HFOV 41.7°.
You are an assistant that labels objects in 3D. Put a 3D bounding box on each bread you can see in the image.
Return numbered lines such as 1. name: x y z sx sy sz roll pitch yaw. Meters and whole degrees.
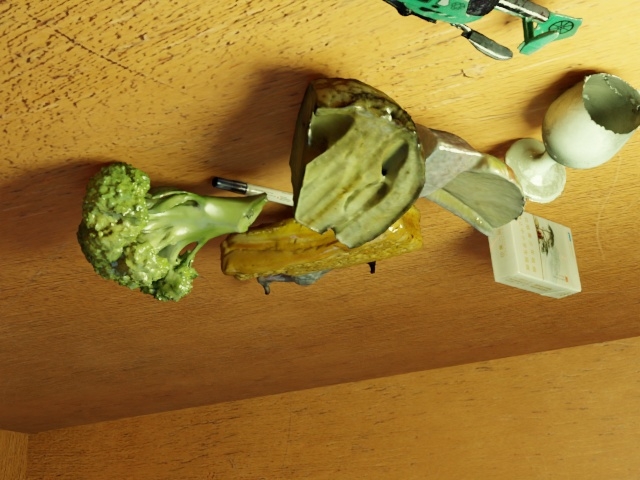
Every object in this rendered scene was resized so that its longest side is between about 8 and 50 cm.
1. bread: 0.000 0.000 1.593 0.380 0.109 0.185 -15 165 21

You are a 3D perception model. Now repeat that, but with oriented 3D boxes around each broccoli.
1. broccoli: -0.267 0.011 1.428 0.302 0.186 0.254 18 125 -16

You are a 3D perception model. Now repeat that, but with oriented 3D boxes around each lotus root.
1. lotus root: 0.046 -0.129 1.247 0.210 0.142 0.314 18 146 -14

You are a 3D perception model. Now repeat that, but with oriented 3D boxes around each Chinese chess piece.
1. Chinese chess piece: -0.280 -0.068 1.519 0.084 0.034 0.084 -6 157 -2

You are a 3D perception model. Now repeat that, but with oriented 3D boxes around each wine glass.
1. wine glass: 0.388 -0.156 1.302 0.126 0.127 0.241 2 160 -16

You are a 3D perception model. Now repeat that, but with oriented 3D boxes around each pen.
1. pen: -0.103 -0.085 1.521 0.204 0.025 0.025 11 154 -34

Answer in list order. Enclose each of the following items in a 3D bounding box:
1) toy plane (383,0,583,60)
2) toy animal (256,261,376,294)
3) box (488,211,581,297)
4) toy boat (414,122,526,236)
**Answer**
1. toy plane: 0.163 -0.290 0.959 0.381 0.107 0.155 8 162 -30
2. toy animal: -0.026 0.053 1.792 0.324 0.091 0.195 -18 149 21
3. box: 0.445 0.027 1.749 0.233 0.150 0.067 15 155 -40
4. toy boat: 0.214 -0.102 1.362 0.293 0.111 0.276 15 167 -13
